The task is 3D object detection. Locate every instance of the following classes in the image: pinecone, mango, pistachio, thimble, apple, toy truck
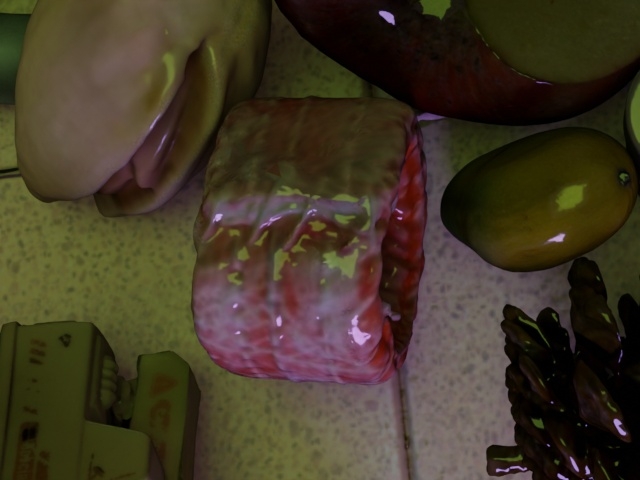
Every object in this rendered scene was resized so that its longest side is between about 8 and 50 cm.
[{"bbox_3d":[0.270,0.109,1.063,0.309,0.244,0.244,-33,75,-6],"label":"pinecone"},{"bbox_3d":[0.170,-0.038,1.114,0.137,0.237,0.091,-28,103,-2],"label":"mango"},{"bbox_3d":[-0.160,-0.146,1.192,0.318,0.193,0.214,-51,42,36],"label":"pistachio"},{"bbox_3d":[0.000,0.000,1.132,0.162,0.239,0.239,6,82,12],"label":"thimble"},{"bbox_3d":[0.124,-0.281,1.129,0.295,0.329,0.364,-6,64,48],"label":"apple"},{"bbox_3d":[-0.222,0.238,1.094,0.254,0.180,0.405,-12,41,7],"label":"toy truck"}]

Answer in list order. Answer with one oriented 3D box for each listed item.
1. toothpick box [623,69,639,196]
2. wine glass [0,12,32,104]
[{"bbox_3d":[0.295,-0.082,1.109,0.111,0.181,0.111,-2,80,12],"label":"toothpick box"},{"bbox_3d":[-0.359,-0.173,1.308,0.231,0.103,0.103,5,82,11],"label":"wine glass"}]
